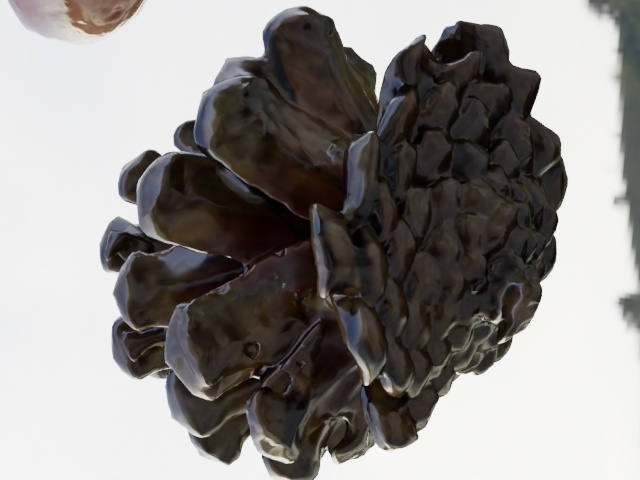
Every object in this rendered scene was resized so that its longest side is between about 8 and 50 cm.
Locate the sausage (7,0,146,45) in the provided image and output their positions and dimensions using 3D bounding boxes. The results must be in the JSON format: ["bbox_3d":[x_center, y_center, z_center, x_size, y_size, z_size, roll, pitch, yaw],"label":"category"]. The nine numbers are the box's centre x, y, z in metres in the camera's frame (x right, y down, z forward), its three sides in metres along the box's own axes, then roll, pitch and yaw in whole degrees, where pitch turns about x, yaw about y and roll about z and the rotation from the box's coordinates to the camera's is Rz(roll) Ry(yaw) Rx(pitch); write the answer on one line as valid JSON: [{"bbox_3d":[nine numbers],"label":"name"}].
[{"bbox_3d":[-0.169,-0.233,1.145,0.259,0.114,0.113,87,-157,-50],"label":"sausage"}]

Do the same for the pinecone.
[{"bbox_3d":[0.003,0.002,0.648,0.150,0.195,0.179,47,-131,-1],"label":"pinecone"}]
